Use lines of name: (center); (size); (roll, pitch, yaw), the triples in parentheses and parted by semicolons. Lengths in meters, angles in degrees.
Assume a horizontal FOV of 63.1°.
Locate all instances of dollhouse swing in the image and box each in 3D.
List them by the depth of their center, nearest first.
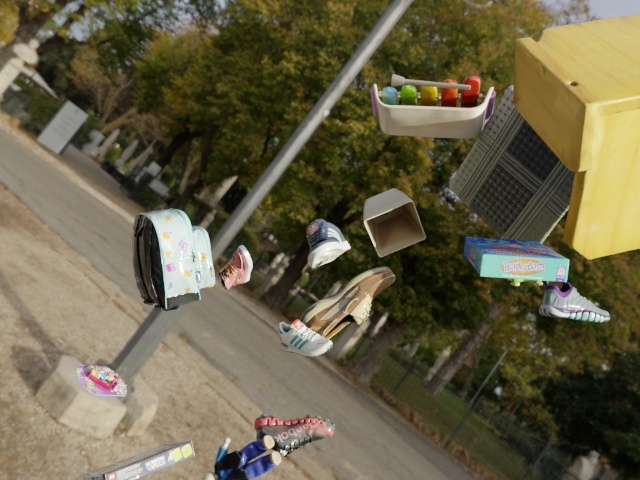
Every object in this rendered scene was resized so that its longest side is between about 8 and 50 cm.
dollhouse swing: (0.552, -0.195, 0.965); (0.305, 0.346, 0.315); (85, -10, -47)

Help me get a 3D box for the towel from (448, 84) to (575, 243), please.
towel: (0.495, -0.162, 1.295); (0.056, 0.324, 0.312); (-10, 50, -37)

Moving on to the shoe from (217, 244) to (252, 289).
shoe: (-0.247, 0.083, 1.495); (0.063, 0.081, 0.178); (54, -25, 21)

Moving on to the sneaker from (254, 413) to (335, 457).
sneaker: (-0.088, 0.659, 1.743); (0.276, 0.135, 0.098); (0, -42, 1)

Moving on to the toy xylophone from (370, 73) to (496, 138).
toy xylophone: (0.282, -0.347, 1.320); (0.322, 0.081, 0.236); (9, -23, 7)

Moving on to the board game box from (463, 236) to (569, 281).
board game box: (0.393, 0.034, 1.074); (0.160, 0.047, 0.210); (4, 10, 6)

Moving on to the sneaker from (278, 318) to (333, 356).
sneaker: (-0.044, 0.235, 1.277); (0.161, 0.057, 0.075); (-1, -72, 41)

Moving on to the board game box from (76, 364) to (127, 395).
board game box: (-0.670, 0.423, 1.616); (0.133, 0.033, 0.168); (42, 6, 34)

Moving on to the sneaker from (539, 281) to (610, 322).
sneaker: (0.689, 0.164, 1.393); (0.223, 0.098, 0.083); (9, -5, -22)

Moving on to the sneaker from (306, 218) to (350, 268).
sneaker: (0.000, 0.000, 1.778); (0.148, 0.131, 0.350); (56, 8, 5)

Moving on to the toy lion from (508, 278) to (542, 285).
toy lion: (0.559, 0.096, 1.428); (0.100, 0.034, 0.096); (0, 13, -1)

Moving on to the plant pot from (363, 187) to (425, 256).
plant pot: (0.149, -0.049, 1.124); (0.096, 0.109, 0.109); (-105, 170, -53)

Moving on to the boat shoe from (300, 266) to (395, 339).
boat shoe: (0.098, 0.205, 1.601); (0.120, 0.324, 0.122); (55, -5, 28)

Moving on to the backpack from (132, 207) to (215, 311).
backpack: (-0.301, 0.027, 1.046); (0.166, 0.144, 0.188); (9, -66, 55)

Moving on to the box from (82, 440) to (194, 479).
box: (-0.398, 0.496, 1.150); (0.114, 0.036, 0.207); (-23, -13, 41)

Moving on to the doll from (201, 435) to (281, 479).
doll: (-0.185, 0.501, 1.163); (0.129, 0.189, 0.046); (61, 11, 15)
